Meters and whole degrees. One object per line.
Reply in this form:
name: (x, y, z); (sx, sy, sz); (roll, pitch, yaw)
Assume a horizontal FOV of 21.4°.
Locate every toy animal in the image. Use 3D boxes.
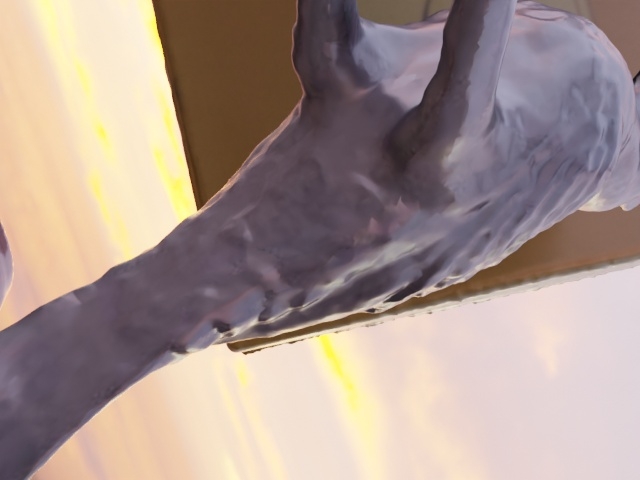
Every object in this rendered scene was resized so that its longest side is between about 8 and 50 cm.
toy animal: (0.020, -0.030, 0.500); (0.081, 0.367, 0.205); (46, -40, 27)

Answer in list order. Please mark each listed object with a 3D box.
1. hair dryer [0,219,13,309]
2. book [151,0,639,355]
hair dryer: (-0.181, 0.011, 0.566); (0.125, 0.210, 0.352); (58, -30, -7)
book: (0.045, -0.162, 0.790); (0.032, 0.269, 0.389); (105, -27, -83)
